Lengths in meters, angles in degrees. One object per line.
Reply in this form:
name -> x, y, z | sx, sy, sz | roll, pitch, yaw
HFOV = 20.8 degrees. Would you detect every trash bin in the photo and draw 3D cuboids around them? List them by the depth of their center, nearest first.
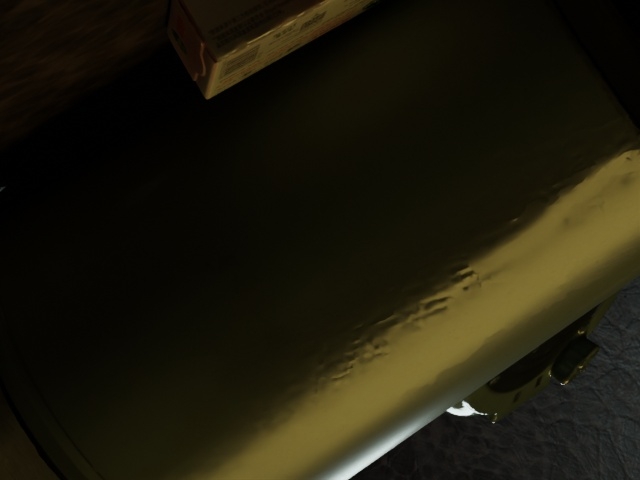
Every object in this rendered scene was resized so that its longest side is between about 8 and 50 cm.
trash bin -> 0.000, 0.000, 1.066 | 0.432, 0.280, 0.280 | -34, 177, 18

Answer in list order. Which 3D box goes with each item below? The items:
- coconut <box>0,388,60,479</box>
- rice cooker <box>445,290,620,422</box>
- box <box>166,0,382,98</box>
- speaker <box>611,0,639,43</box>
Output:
coconut -> -0.302, 0.266, 1.355 | 0.415, 0.345, 0.415 | 14, 170, 2
rice cooker -> 0.083, -0.028, 1.326 | 0.264, 0.316, 0.316 | -30, 178, -38
box -> -0.014, -0.126, 0.883 | 0.125, 0.043, 0.089 | -30, 178, -11
speaker -> 0.241, -0.149, 1.638 | 0.184, 0.180, 0.388 | -45, -175, -32
